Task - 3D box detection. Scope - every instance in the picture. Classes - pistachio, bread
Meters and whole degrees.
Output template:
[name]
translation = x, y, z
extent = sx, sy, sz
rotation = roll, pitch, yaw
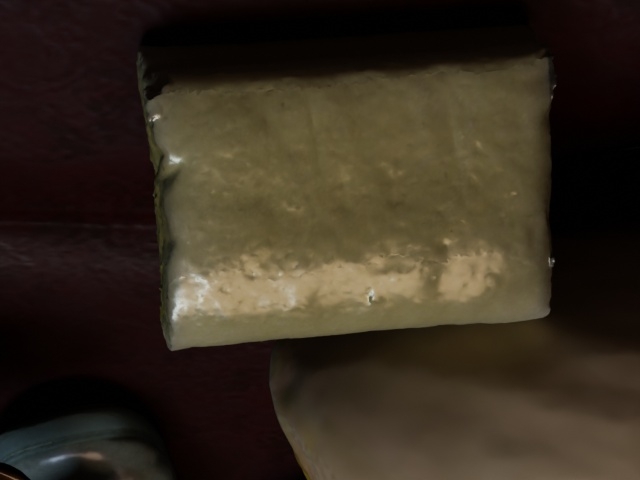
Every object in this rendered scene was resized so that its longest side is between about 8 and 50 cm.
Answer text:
[pistachio]
translation = 0.134, 0.095, 0.956
extent = 0.309, 0.230, 0.230
rotation = 4, 149, 10
[bread]
translation = 0.014, -0.023, 0.844
extent = 0.178, 0.139, 0.060
rotation = -6, -168, -6

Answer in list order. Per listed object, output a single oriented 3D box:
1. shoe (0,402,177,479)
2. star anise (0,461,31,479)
[shoe]
translation = -0.123, 0.183, 1.154
extent = 0.103, 0.100, 0.251
rotation = -11, 150, 7
[star anise]
translation = -0.235, 0.120, 0.969
extent = 0.190, 0.220, 0.126
rotation = -34, -174, -20
